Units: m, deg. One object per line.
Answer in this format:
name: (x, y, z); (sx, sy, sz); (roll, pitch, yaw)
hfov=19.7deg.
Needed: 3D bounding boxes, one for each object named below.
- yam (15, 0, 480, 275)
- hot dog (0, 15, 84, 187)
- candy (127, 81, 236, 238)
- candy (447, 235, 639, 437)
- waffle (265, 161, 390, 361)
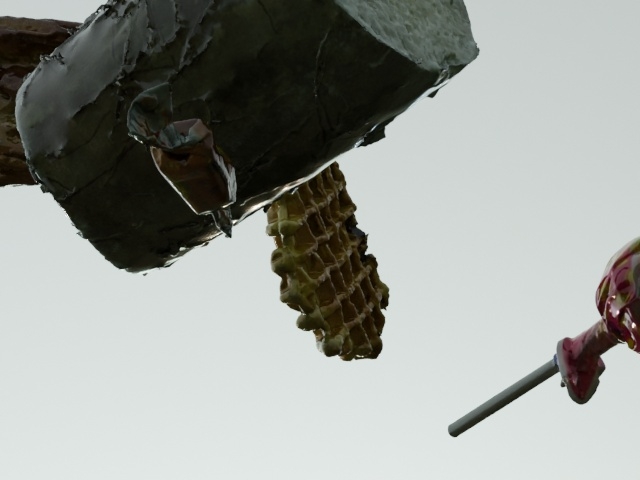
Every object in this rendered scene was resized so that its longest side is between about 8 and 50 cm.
yam: (-0.069, -0.140, 1.515); (0.348, 0.241, 0.241); (-36, -24, 18)
hot dog: (-0.291, -0.133, 1.833); (0.259, 0.175, 0.114); (-4, -15, 2)
candy: (-0.089, -0.057, 1.299); (0.046, 0.053, 0.182); (-20, -26, 10)
candy: (0.247, 0.109, 1.801); (0.124, 0.124, 0.365); (1, -30, -45)
waffle: (0.008, 0.020, 2.417); (0.065, 0.309, 0.283); (-14, -32, 26)
